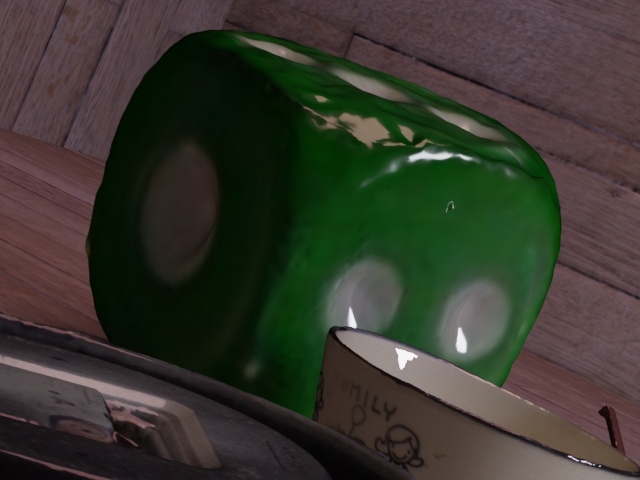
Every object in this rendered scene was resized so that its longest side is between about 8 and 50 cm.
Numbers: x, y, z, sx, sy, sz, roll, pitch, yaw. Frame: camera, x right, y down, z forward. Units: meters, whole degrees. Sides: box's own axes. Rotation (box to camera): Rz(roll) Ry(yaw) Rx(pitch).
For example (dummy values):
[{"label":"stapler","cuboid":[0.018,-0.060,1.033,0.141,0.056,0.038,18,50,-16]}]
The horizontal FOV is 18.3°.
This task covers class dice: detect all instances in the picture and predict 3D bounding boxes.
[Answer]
[{"label":"dice","cuboid":[0.000,0.000,1.666,0.300,0.287,0.297,12,13,-39]}]

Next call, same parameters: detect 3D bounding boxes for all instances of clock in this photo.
[{"label":"clock","cuboid":[-0.129,0.107,0.930,0.386,0.076,0.386,17,4,-1]}]

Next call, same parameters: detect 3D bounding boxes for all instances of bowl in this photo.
[{"label":"bowl","cuboid":[0.091,0.161,1.363,0.238,0.126,0.238,23,3,-1]}]

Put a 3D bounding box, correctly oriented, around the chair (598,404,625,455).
[{"label":"chair","cuboid":[0.375,0.270,1.695,0.175,0.183,0.326,22,48,-29]}]
